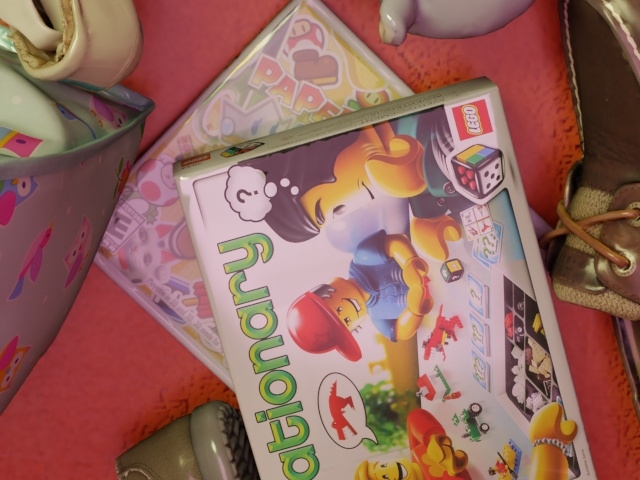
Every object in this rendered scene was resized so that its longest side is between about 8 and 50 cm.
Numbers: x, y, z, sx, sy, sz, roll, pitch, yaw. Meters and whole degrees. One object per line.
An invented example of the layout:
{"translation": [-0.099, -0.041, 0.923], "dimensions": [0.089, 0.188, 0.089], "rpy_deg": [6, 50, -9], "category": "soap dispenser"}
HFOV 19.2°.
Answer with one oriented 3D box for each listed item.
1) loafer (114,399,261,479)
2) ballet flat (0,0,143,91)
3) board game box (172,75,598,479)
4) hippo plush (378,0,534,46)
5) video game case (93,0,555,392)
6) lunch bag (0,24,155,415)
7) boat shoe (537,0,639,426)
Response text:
{"translation": [-0.062, 0.222, 1.154], "dimensions": [0.087, 0.094, 0.251], "rpy_deg": [-13, 97, 11], "category": "loafer"}
{"translation": [-0.170, -0.191, 0.993], "dimensions": [0.086, 0.086, 0.248], "rpy_deg": [-26, 87, 2], "category": "ballet flat"}
{"translation": [0.046, 0.075, 1.117], "dimensions": [0.193, 0.053, 0.305], "rpy_deg": [-16, 102, -1], "category": "board game box"}
{"translation": [0.113, -0.230, 1.039], "dimensions": [0.294, 0.234, 0.236], "rpy_deg": [44, 127, 5], "category": "hippo plush"}
{"translation": [0.000, 0.000, 1.139], "dimensions": [0.227, 0.026, 0.206], "rpy_deg": [44, 95, -10], "category": "video game case"}
{"translation": [-0.213, 0.012, 0.992], "dimensions": [0.160, 0.262, 0.223], "rpy_deg": [27, 107, -1], "category": "lunch bag"}
{"translation": [0.192, 0.005, 1.096], "dimensions": [0.123, 0.123, 0.342], "rpy_deg": [-25, 109, -16], "category": "boat shoe"}
